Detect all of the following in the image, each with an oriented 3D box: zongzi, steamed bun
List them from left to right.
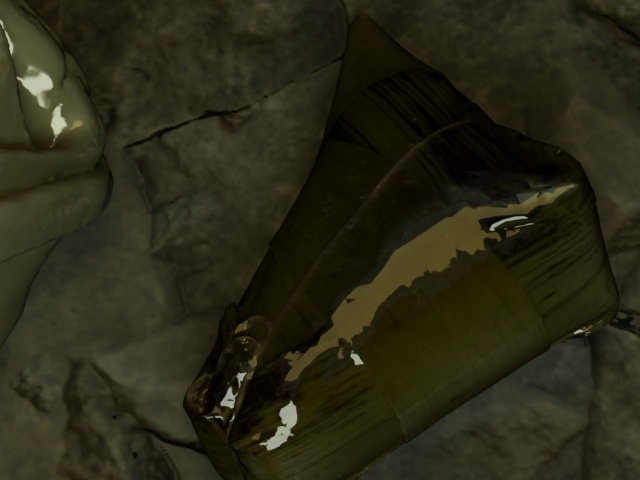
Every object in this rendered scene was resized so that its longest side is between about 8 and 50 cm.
[{"bbox_3d":[-0.310,-0.063,1.191,0.310,0.219,0.324,29,65,17],"label":"steamed bun"},{"bbox_3d":[0.000,0.000,1.222,0.274,0.145,0.300,-33,50,-10],"label":"zongzi"}]
